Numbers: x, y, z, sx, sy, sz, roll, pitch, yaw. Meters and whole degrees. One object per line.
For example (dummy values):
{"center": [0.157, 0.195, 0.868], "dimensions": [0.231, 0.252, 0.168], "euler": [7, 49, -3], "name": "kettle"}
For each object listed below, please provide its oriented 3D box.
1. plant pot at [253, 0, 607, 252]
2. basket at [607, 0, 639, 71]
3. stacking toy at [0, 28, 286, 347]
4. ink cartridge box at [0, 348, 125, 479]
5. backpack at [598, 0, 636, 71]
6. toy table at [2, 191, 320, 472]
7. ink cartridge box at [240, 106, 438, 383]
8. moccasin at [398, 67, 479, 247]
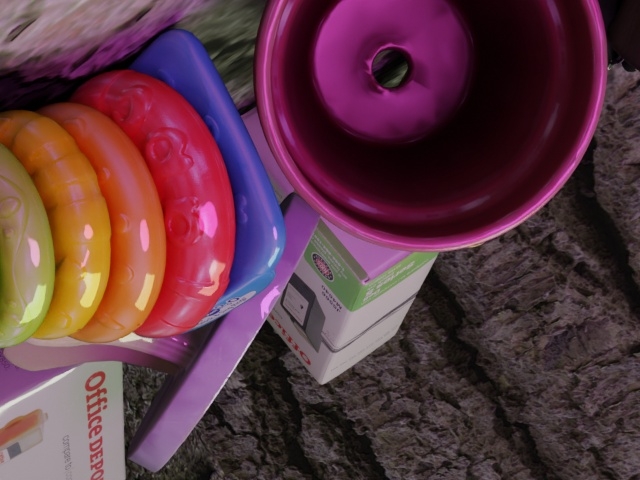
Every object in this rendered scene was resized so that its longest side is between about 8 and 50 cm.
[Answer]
{"center": [0.056, -0.110, 0.647], "dimensions": [0.201, 0.201, 0.180], "euler": [-29, -167, 2], "name": "plant pot"}
{"center": [0.269, -0.197, 0.537], "dimensions": [0.204, 0.154, 0.227], "euler": [-25, 137, -45], "name": "basket"}
{"center": [-0.179, -0.001, 0.548], "dimensions": [0.175, 0.166, 0.301], "euler": [-31, 171, 41], "name": "stacking toy"}
{"center": [-0.389, 0.210, 0.999], "dimensions": [0.384, 0.160, 0.279], "euler": [-28, 148, -31], "name": "ink cartridge box"}
{"center": [0.210, -0.212, 0.867], "dimensions": [0.115, 0.152, 0.182], "euler": [-25, -167, 42], "name": "backpack"}
{"center": [-0.136, 0.045, 0.826], "dimensions": [0.274, 0.160, 0.252], "euler": [-56, -172, 13], "name": "toy table"}
{"center": [0.000, 0.000, 1.020], "dimensions": [0.114, 0.198, 0.273], "euler": [-33, 162, -22], "name": "ink cartridge box"}
{"center": [0.123, -0.072, 1.126], "dimensions": [0.139, 0.147, 0.380], "euler": [4, 145, -24], "name": "moccasin"}
